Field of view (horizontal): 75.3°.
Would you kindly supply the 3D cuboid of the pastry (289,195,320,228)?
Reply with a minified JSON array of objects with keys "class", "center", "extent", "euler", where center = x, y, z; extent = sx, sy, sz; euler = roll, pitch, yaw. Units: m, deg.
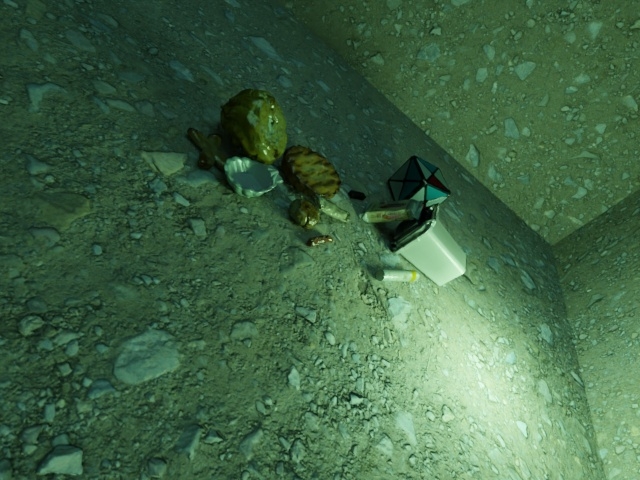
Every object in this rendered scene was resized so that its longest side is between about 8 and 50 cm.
[{"class":"pastry","center":[-0.069,-0.118,1.830],"extent":[0.153,0.081,0.153],"euler":[39,30,-27]}]

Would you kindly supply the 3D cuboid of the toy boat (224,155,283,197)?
[{"class":"toy boat","center":[-0.291,-0.255,1.738],"extent":[0.290,0.100,0.199],"euler":[-15,66,-48]}]

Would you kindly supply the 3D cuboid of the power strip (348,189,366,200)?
[{"class":"power strip","center":[0.197,-0.244,2.244],"extent":[0.111,0.029,0.038],"euler":[6,50,-43]}]

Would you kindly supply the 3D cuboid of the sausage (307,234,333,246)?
[{"class":"sausage","center":[0.000,0.000,1.819],"extent":[0.036,0.042,0.158],"euler":[13,14,39]}]

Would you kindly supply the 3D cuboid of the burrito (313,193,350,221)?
[{"class":"burrito","center":[0.055,-0.146,1.951],"extent":[0.275,0.059,0.082],"euler":[21,41,-54]}]

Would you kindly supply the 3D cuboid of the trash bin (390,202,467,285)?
[{"class":"trash bin","center":[0.586,0.027,2.147],"extent":[0.367,0.296,0.256],"euler":[44,35,-9]}]

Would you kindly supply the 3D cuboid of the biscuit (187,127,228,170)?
[{"class":"biscuit","center":[-0.461,-0.379,1.742],"extent":[0.164,0.047,0.208],"euler":[0,55,-42]}]

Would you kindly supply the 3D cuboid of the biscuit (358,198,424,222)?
[{"class":"biscuit","center":[0.372,-0.154,2.156],"extent":[0.186,0.309,0.079],"euler":[-53,134,-52]}]

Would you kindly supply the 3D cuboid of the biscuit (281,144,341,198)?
[{"class":"biscuit","center":[-0.051,-0.323,2.027],"extent":[0.325,0.107,0.326],"euler":[22,44,-23]}]

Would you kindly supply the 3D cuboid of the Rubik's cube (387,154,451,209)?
[{"class":"Rubik's cube","center":[0.589,-0.321,2.504],"extent":[0.250,0.246,0.248],"euler":[16,45,-33]}]

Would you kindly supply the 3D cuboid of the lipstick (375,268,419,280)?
[{"class":"lipstick","center":[0.370,0.167,1.983],"extent":[0.263,0.059,0.059],"euler":[6,51,-40]}]

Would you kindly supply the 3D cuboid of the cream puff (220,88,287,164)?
[{"class":"cream puff","center":[-0.311,-0.498,1.858],"extent":[0.324,0.257,0.291],"euler":[52,49,-60]}]
